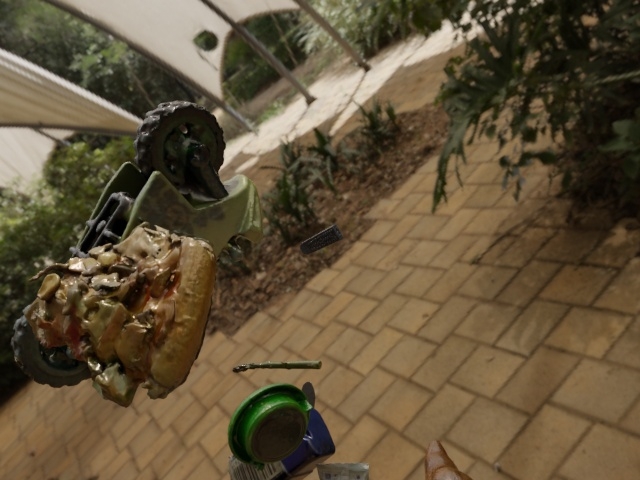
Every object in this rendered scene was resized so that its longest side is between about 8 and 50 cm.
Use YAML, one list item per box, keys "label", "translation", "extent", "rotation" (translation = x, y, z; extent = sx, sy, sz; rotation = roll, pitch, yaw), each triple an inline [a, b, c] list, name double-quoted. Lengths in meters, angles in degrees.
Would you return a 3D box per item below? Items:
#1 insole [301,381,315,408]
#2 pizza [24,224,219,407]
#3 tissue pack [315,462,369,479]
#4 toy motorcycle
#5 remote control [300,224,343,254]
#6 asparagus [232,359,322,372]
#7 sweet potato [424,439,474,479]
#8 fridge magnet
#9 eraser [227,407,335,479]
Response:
- label: "insole"
  translation: [-0.032, 0.465, 1.813]
  extent: [0.053, 0.002, 0.152]
  rotation: [-23, 59, 26]
- label: "pizza"
  translation: [-0.181, 0.047, 0.571]
  extent: [0.226, 0.069, 0.147]
  rotation: [18, 76, 38]
- label: "tissue pack"
  translation: [0.061, 0.585, 1.478]
  extent: [0.123, 0.192, 0.026]
  rotation: [-4, 14, 21]
- label: "toy motorcycle"
  translation: [-0.222, 0.025, 0.891]
  extent: [0.169, 0.237, 0.410]
  rotation: [20, 77, 52]
- label: "remote control"
  translation: [-0.001, 0.000, 1.764]
  extent: [0.027, 0.043, 0.153]
  rotation: [-26, 0, -43]
- label: "asparagus"
  translation: [-0.114, 0.318, 1.667]
  extent: [0.249, 0.024, 0.025]
  rotation: [-6, 28, 20]
- label: "sweet potato"
  translation: [0.273, 0.529, 1.366]
  extent: [0.112, 0.112, 0.359]
  rotation: [-40, 19, -4]
- label: "fridge magnet"
  translation: [-0.111, 0.420, 1.493]
  extent: [0.208, 0.208, 0.088]
  rotation: [-42, 35, -12]
- label: "eraser"
  translation: [-0.110, 0.558, 1.698]
  extent: [0.332, 0.102, 0.155]
  rotation: [-46, 56, 31]
